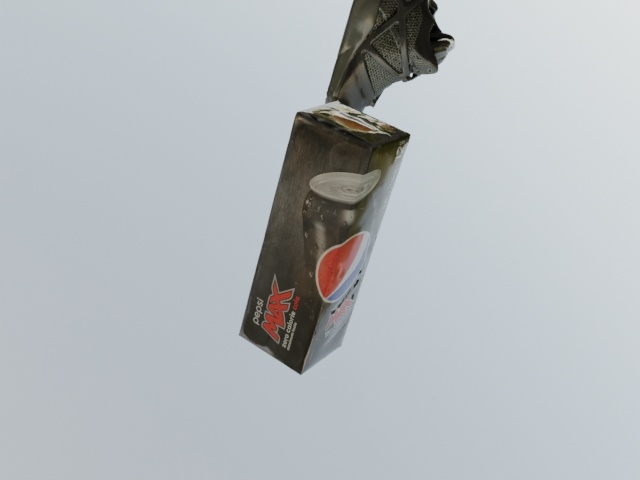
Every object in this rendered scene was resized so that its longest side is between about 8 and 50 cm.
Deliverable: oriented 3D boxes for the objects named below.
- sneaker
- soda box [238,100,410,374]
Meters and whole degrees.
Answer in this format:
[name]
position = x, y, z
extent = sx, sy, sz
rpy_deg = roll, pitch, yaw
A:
[sneaker]
position = 0.081, -0.203, 0.935
extent = 0.130, 0.228, 0.087
rpy_deg = 21, -141, 1
[soda box]
position = 0.000, 0.000, 0.504
extent = 0.060, 0.169, 0.053
rpy_deg = 29, -151, 23
